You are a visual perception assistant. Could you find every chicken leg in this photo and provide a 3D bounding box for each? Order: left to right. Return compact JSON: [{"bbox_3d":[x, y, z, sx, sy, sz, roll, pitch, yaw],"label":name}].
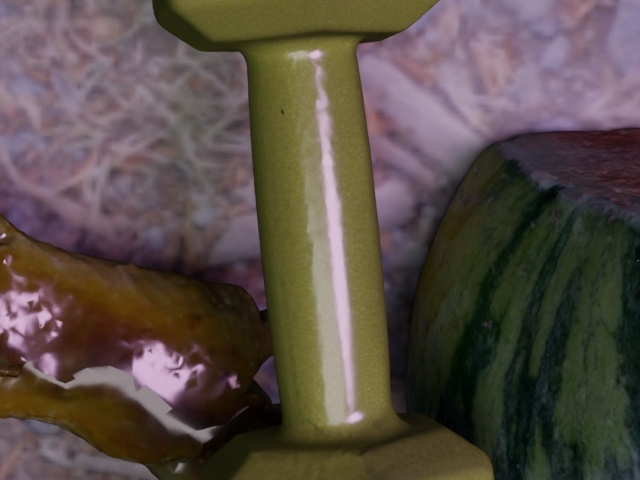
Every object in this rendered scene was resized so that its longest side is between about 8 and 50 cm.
[{"bbox_3d":[-0.199,0.027,0.675,0.429,0.152,0.201,16,126,-14],"label":"chicken leg"}]

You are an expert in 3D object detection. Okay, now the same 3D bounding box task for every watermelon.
[{"bbox_3d":[0.165,0.073,0.657,0.201,0.262,0.212,-13,113,-24],"label":"watermelon"}]

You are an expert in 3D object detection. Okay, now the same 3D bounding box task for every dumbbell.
[{"bbox_3d":[0.000,0.000,0.613,0.108,0.121,0.301,-6,94,-10],"label":"dumbbell"}]
